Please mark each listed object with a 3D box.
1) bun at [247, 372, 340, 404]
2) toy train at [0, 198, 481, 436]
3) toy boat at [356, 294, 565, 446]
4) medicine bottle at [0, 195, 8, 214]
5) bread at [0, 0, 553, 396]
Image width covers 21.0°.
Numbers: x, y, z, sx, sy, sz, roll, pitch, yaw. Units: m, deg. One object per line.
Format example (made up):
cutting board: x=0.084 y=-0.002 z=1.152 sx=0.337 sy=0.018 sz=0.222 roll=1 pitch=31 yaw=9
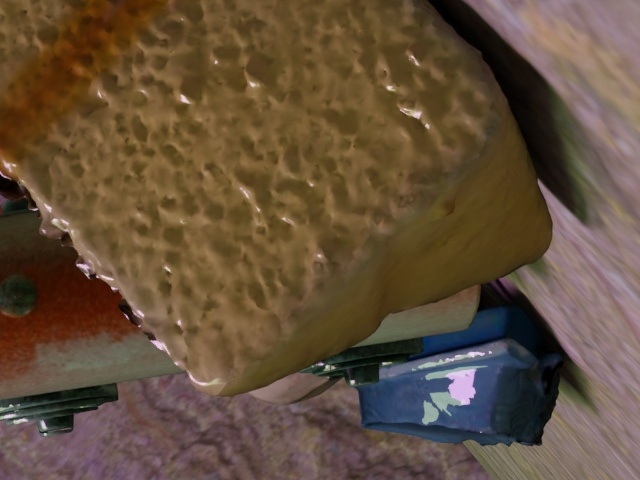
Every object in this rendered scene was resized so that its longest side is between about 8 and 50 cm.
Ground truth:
bun: x=0.000 y=0.000 z=0.973 sx=0.183 sy=0.102 sz=0.183 roll=2 pitch=-90 yaw=-83
toy train: x=-0.058 y=0.021 z=0.793 sx=0.177 sy=0.285 sz=0.116 roll=136 pitch=127 yaw=-80
toy boat: x=0.078 y=0.066 z=0.998 sx=0.109 sy=0.098 sz=0.238 roll=8 pitch=173 yaw=-9
medicine bottle: x=-0.195 y=-0.148 z=0.837 sx=0.241 sy=0.241 sz=0.302 roll=49 pitch=176 yaw=24
bread: x=-0.037 y=-0.078 z=0.616 sx=0.178 sy=0.142 sz=0.266 roll=-13 pitch=-128 yaw=-47
